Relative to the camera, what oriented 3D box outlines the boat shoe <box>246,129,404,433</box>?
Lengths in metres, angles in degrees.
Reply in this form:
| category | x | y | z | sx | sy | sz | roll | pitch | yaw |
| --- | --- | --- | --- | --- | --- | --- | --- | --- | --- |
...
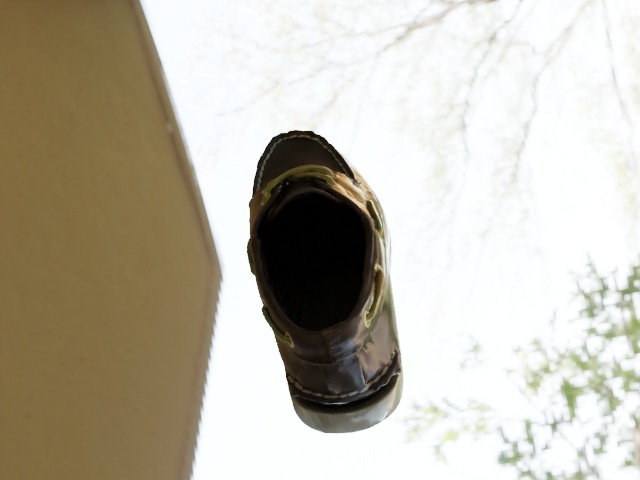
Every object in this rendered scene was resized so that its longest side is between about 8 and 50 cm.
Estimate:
| category | x | y | z | sx | sy | sz | roll | pitch | yaw |
| --- | --- | --- | --- | --- | --- | --- | --- | --- | --- |
| boat shoe | 0.000 | 0.000 | 0.710 | 0.228 | 0.081 | 0.069 | -104 | 0 | -50 |
